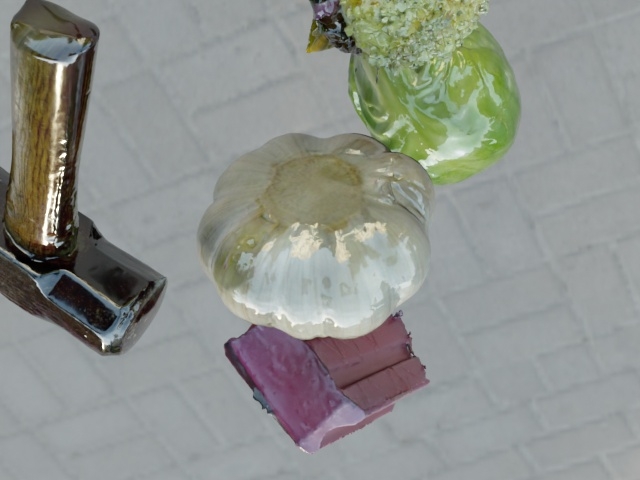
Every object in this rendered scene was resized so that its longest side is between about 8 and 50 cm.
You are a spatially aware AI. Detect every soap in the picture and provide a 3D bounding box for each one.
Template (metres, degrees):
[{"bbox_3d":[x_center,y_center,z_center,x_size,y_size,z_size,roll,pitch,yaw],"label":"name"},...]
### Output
[{"bbox_3d":[0.024,0.134,1.534,0.162,0.250,0.099,49,114,15],"label":"soap"}]

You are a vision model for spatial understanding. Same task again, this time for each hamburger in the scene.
[{"bbox_3d":[0.091,-0.276,1.266,0.138,0.243,0.262,29,141,28],"label":"hamburger"}]

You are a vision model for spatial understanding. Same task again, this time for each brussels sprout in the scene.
[{"bbox_3d":[0.139,-0.185,1.694,0.244,0.244,0.244,0,132,0],"label":"brussels sprout"}]

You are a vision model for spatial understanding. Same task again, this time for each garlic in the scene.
[{"bbox_3d":[-0.003,-0.002,1.271,0.228,0.228,0.152,-3,133,3],"label":"garlic"}]

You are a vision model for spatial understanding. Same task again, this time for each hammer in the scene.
[{"bbox_3d":[-0.233,-0.058,1.130,0.242,0.095,0.409,34,151,6],"label":"hammer"}]
